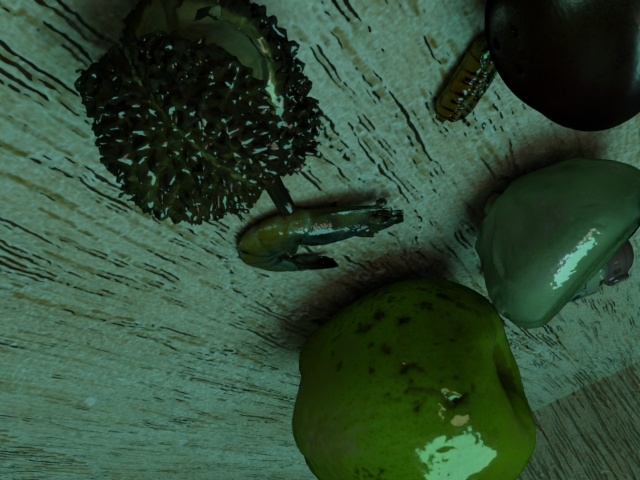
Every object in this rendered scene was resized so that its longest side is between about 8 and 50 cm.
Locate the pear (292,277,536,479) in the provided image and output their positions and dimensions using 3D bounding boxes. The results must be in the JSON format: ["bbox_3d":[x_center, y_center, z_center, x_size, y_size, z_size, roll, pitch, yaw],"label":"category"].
[{"bbox_3d":[0.131,0.253,1.054,0.390,0.391,0.391,-17,150,-10],"label":"pear"}]

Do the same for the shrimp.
[{"bbox_3d":[0.000,0.000,0.871,0.217,0.051,0.150,-9,152,-8],"label":"shrimp"}]

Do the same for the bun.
[{"bbox_3d":[0.324,-0.017,0.951,0.283,0.179,0.283,-37,157,-19],"label":"bun"}]

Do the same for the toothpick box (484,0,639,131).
[{"bbox_3d":[0.290,-0.217,0.585,0.294,0.192,0.192,-23,151,-12],"label":"toothpick box"}]

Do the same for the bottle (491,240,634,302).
[{"bbox_3d":[0.420,0.049,1.157,0.253,0.120,0.120,-15,149,-12],"label":"bottle"}]

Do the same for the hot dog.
[{"bbox_3d":[0.162,-0.169,0.714,0.049,0.037,0.122,-10,150,-28],"label":"hot dog"}]

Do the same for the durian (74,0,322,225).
[{"bbox_3d":[-0.078,-0.092,0.506,0.196,0.196,0.166,5,169,-39],"label":"durian"}]
